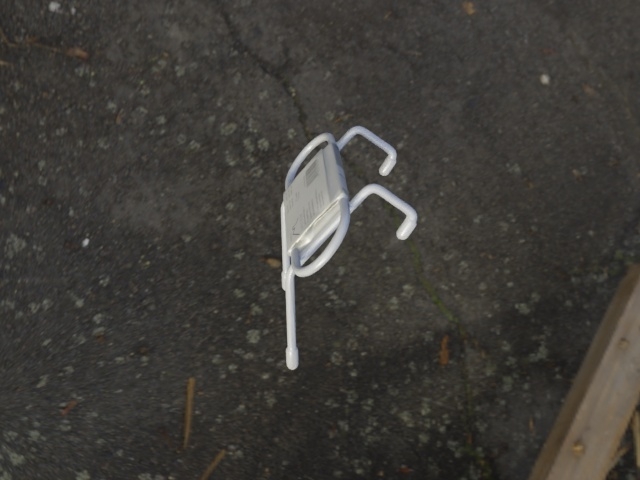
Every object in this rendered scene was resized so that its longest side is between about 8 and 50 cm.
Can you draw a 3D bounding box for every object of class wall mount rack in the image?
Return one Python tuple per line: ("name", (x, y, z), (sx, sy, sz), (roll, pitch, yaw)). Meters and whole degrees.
("wall mount rack", (0.000, 0.000, 1.180), (0.130, 0.350, 0.304), (34, 113, -21))
